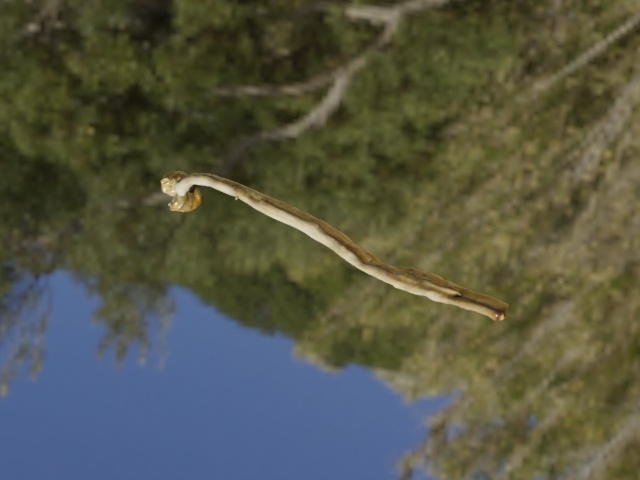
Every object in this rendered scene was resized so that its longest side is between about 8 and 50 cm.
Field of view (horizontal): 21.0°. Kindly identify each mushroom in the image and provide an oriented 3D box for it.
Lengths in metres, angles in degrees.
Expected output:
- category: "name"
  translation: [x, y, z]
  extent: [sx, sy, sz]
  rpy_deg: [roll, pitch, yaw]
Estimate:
- category: "mushroom"
  translation: [-0.003, -0.003, 0.956]
  extent: [0.286, 0.026, 0.028]
  rpy_deg: [19, 164, 47]
